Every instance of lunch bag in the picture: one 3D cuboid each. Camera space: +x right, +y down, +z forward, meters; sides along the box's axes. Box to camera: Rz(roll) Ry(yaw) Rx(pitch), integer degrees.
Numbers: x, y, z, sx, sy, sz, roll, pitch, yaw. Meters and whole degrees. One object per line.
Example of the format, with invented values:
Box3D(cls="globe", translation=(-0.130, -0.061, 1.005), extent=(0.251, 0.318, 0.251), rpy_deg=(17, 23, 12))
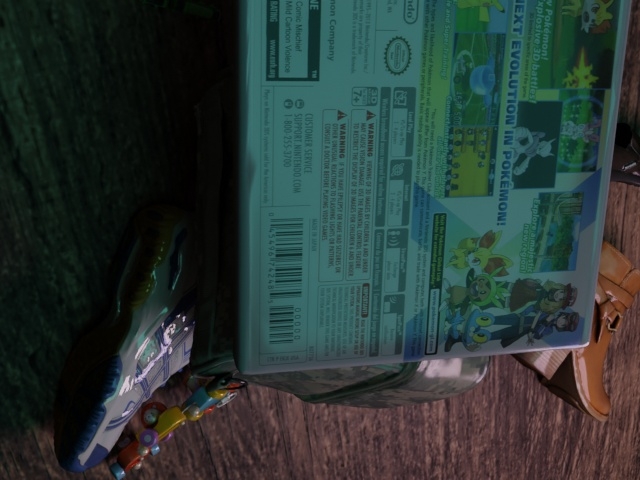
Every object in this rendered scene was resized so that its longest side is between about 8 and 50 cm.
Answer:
Box3D(cls="lunch bag", translation=(0.000, 0.000, 0.801), extent=(0.256, 0.212, 0.305), rpy_deg=(13, 67, -34))

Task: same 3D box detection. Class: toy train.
Box3D(cls="toy train", translation=(-0.170, 0.198, 0.940), extent=(0.166, 0.046, 0.125), rpy_deg=(-34, 169, -23))
Box3D(cls="toy train", translation=(-0.129, -0.220, 0.778), extent=(0.083, 0.023, 0.017), rpy_deg=(7, 109, -35))

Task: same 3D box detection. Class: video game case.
Box3D(cls="video game case", translation=(0.083, -0.064, 0.633), extent=(0.299, 0.036, 0.329), rpy_deg=(-2, 106, -14))

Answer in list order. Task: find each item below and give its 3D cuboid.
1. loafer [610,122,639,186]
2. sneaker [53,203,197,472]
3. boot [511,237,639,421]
Box3D(cls="loafer", translation=(0.422, -0.120, 1.151), extent=(0.220, 0.080, 0.078), rpy_deg=(1, 113, -33))
Box3D(cls="sneaker", translation=(-0.171, 0.115, 0.862), extent=(0.131, 0.112, 0.296), rpy_deg=(21, 101, -39))
Box3D(cls="boot", translation=(0.416, 0.138, 1.276), extent=(0.283, 0.109, 0.220), rpy_deg=(40, 84, -32))
